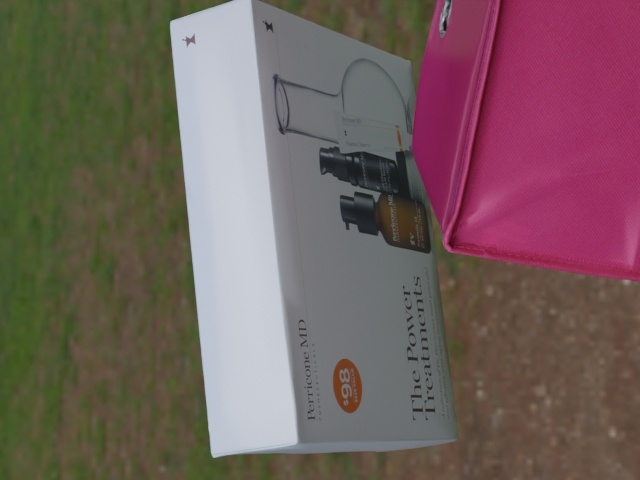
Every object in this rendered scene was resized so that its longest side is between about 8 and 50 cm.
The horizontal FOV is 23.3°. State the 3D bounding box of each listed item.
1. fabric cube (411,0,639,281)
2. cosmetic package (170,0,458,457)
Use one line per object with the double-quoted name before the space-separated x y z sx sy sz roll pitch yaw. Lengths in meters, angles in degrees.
"fabric cube" 0.214 -0.122 1.066 0.258 0.259 0.254 -91 11 -74
"cosmetic package" 0.000 0.000 1.387 0.097 0.284 0.377 -13 78 32
